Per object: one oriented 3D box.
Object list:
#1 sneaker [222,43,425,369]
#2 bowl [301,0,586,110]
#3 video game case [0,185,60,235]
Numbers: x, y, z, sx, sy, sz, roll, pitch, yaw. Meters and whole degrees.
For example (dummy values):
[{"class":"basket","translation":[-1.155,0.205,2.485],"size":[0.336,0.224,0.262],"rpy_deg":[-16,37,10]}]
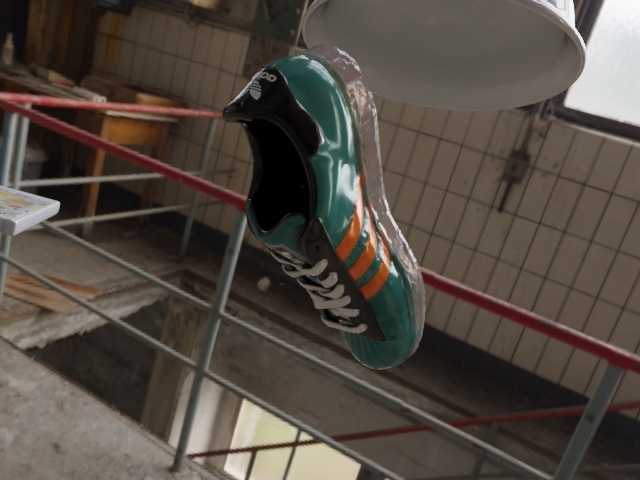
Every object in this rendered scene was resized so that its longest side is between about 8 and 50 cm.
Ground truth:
[{"class":"sneaker","translation":[0.000,0.000,0.490],"size":[0.121,0.302,0.108],"rpy_deg":[-34,27,-35]},{"class":"bowl","translation":[0.137,-0.257,0.627],"size":[0.297,0.134,0.298],"rpy_deg":[12,-6,1]},{"class":"video game case","translation":[-0.524,-0.064,0.856],"size":[0.206,0.026,0.227],"rpy_deg":[16,8,-13]}]
